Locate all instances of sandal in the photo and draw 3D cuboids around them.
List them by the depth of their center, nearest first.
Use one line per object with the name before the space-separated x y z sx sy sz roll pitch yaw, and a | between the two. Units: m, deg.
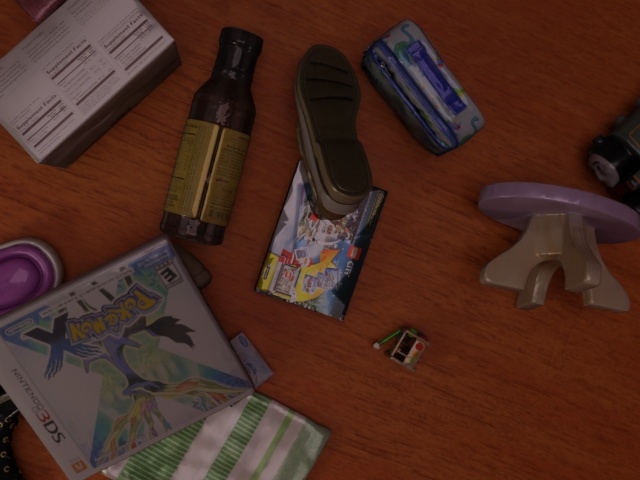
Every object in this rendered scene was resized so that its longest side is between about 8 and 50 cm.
sandal | -0.603 0.127 1.239 0.416 0.102 0.169 -37 96 -4

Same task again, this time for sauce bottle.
sauce bottle | -0.165 -0.167 1.278 0.111 0.111 0.344 16 90 -7

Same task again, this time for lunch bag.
lunch bag | 0.162 -0.243 1.281 0.090 0.176 0.219 -39 97 -4

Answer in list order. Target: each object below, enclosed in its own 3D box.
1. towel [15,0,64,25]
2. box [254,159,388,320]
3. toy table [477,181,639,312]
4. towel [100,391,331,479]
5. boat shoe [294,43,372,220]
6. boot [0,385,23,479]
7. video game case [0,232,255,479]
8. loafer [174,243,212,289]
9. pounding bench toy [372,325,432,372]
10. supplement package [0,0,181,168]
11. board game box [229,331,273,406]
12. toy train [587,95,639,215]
towel | -0.355 -0.487 1.185 0.329 0.237 0.037 -48 140 2
box | 0.000 0.000 1.337 0.159 0.044 0.233 20 90 -7
toy table | 0.387 0.018 1.304 0.274 0.252 0.161 9 74 3
towel | -0.180 0.356 1.333 0.325 0.038 0.248 29 88 -7
boat shoe | 0.006 -0.175 1.279 0.113 0.103 0.302 5 61 -20
boot | -0.503 0.331 1.274 0.236 0.085 0.178 -30 100 -5
video game case | -0.312 0.188 1.223 0.329 0.036 0.300 -27 111 -2
loafer | -0.308 0.092 1.279 0.268 0.102 0.092 -28 86 -4
pounding bench toy | 0.138 0.175 1.357 0.083 0.052 0.065 31 88 -7
supplement package | -0.359 -0.251 1.203 0.262 0.204 0.145 -43 97 -4
board game box | -0.140 0.215 1.322 0.090 0.020 0.090 -36 88 -22
toy train | 0.620 -0.184 1.368 0.334 0.142 0.190 -42 84 -2
